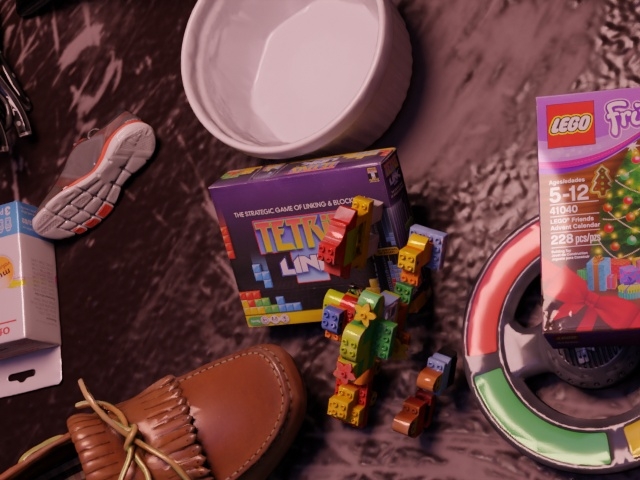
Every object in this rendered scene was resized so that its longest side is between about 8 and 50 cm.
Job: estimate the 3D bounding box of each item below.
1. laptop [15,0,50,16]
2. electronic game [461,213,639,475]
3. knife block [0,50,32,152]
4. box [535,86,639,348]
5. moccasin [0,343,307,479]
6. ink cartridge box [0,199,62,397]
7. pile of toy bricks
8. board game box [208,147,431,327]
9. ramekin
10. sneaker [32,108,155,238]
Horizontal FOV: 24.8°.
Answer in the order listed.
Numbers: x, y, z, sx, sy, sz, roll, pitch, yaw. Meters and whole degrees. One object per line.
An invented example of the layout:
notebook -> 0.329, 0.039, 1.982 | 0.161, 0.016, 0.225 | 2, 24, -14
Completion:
laptop -> -0.118, -0.443, 1.516 | 0.408, 0.236, 0.382 | -17, 68, 53
electronic game -> 0.224, 0.077, 1.196 | 0.229, 0.048, 0.229 | -6, 75, 26
knife block -> -0.411, -0.204, 1.487 | 0.088, 0.276, 0.242 | -32, 36, 17
box -> 0.318, -0.025, 1.135 | 0.293, 0.057, 0.201 | -5, 72, 16
moccasin -> -0.182, 0.203, 1.316 | 0.380, 0.147, 0.139 | -25, 68, 20
ink cartridge box -> -0.323, 0.062, 1.472 | 0.104, 0.061, 0.181 | -15, 72, 24
pile of toy bricks -> 0.042, 0.081, 1.209 | 0.118, 0.105, 0.212 | 18, 117, 26
board game box -> 0.000, 0.000, 1.292 | 0.170, 0.048, 0.141 | -7, 110, 26
ramekin -> -0.013, -0.166, 1.342 | 0.207, 0.109, 0.207 | -7, 75, 26
sneaker -> -0.232, -0.068, 1.468 | 0.158, 0.061, 0.065 | -43, 47, 3
